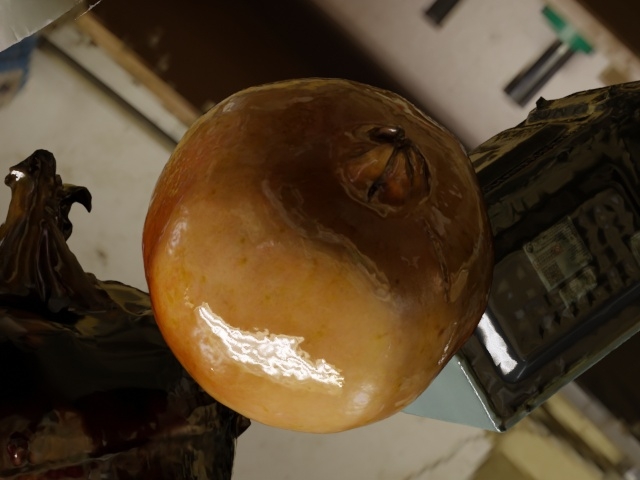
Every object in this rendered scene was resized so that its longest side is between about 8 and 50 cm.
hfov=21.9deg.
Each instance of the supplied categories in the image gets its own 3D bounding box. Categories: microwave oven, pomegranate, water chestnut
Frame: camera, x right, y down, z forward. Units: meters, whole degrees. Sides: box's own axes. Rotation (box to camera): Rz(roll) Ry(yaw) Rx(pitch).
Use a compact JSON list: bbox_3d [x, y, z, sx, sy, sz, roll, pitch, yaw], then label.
[{"bbox_3d":[0.177,0.002,1.415,0.181,0.295,0.237,60,162,-9],"label":"microwave oven"},{"bbox_3d":[-0.004,0.004,0.948,0.209,0.209,0.209,34,-156,-18],"label":"pomegranate"},{"bbox_3d":[-0.214,0.111,1.175,0.335,0.347,0.335,-4,-167,1],"label":"water chestnut"}]

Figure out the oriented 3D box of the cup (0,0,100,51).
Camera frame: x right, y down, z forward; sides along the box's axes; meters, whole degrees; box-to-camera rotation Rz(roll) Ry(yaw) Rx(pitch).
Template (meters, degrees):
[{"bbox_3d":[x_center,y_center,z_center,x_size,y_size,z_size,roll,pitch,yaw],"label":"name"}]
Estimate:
[{"bbox_3d":[-0.229,-0.220,0.778,0.253,0.253,0.274,-84,-26,-62],"label":"cup"}]
